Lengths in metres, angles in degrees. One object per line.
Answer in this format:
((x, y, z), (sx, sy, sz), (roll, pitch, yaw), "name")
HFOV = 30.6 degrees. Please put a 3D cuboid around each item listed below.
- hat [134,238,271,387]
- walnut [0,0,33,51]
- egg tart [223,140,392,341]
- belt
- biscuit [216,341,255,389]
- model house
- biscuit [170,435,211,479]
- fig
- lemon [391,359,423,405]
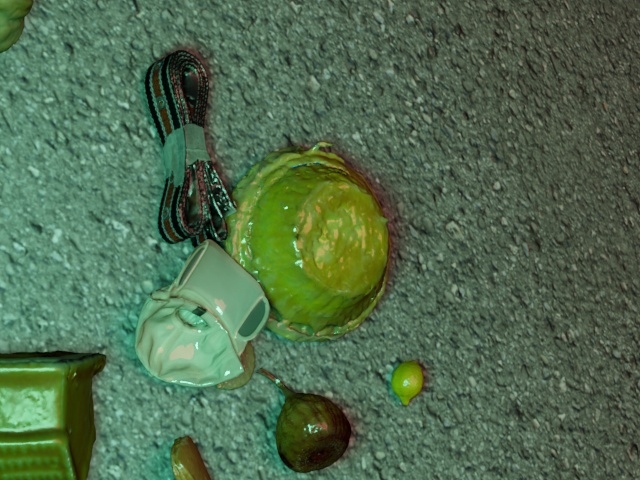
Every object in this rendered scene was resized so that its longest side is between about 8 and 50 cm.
((-0.215, 0.120, 2.005), (0.219, 0.164, 0.226), (46, 33, -24), "hat")
((-0.576, -0.432, 1.802), (0.285, 0.285, 0.296), (16, 103, -33), "walnut")
((0.000, 0.000, 2.179), (0.388, 0.169, 0.387), (8, 77, -35), "egg tart")
((-0.241, -0.161, 2.081), (0.126, 0.094, 0.359), (-4, 78, -38), "belt")
((-0.166, 0.208, 2.074), (0.120, 0.015, 0.120), (12, 69, -35), "biscuit")
((-0.458, 0.284, 1.752), (0.268, 0.173, 0.239), (0, 88, -10), "model house")
((-0.197, 0.418, 1.894), (0.036, 0.186, 0.192), (-22, 92, 4), "biscuit")
((-0.040, 0.314, 2.096), (0.134, 0.146, 0.201), (-1, 38, -42), "fig")
((0.171, 0.276, 2.281), (0.065, 0.065, 0.092), (23, 69, -30), "lemon")
